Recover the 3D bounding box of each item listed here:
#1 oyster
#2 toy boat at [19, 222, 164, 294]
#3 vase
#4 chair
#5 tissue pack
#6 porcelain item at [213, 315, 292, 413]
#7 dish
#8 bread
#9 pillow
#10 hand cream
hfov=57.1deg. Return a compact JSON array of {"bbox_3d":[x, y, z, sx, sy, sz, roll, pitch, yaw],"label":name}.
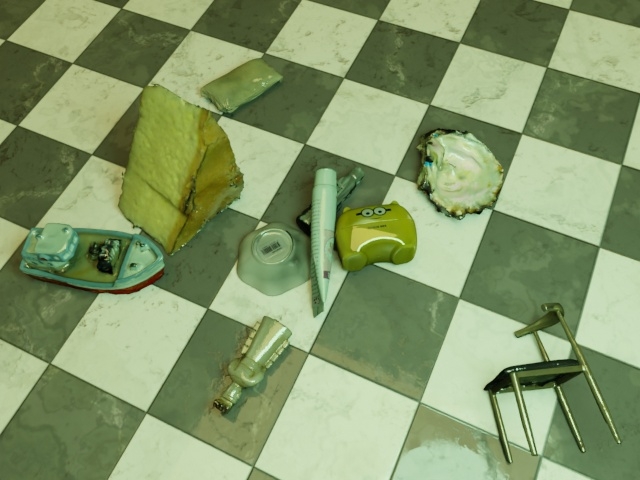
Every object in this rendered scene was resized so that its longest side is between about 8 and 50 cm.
[{"bbox_3d":[0.319,-0.169,1.414,0.198,0.092,0.260,-30,73,-13],"label":"oyster"},{"bbox_3d":[-0.506,0.032,1.314,0.331,0.133,0.145,7,61,6],"label":"toy boat"},{"bbox_3d":[0.032,-0.100,1.400,0.060,0.060,0.211,38,70,21],"label":"vase"},{"bbox_3d":[0.409,0.265,1.113,0.166,0.188,0.272,-7,64,-2],"label":"chair"},{"bbox_3d":[0.121,-0.011,1.311,0.178,0.123,0.127,-8,61,-2],"label":"tissue pack"},{"bbox_3d":[-0.143,0.261,1.213,0.084,0.054,0.213,25,64,19],"label":"porcelain item"},{"bbox_3d":[-0.105,0.027,1.334,0.190,0.066,0.191,-1,60,2],"label":"dish"},{"bbox_3d":[-0.347,-0.150,1.319,0.248,0.315,0.279,37,79,22],"label":"bread"},{"bbox_3d":[-0.214,-0.423,1.597,0.208,0.053,0.119,-36,67,-19],"label":"pillow"},{"bbox_3d":[0.000,0.000,1.299,0.058,0.085,0.332,11,71,-16],"label":"hand cream"}]
